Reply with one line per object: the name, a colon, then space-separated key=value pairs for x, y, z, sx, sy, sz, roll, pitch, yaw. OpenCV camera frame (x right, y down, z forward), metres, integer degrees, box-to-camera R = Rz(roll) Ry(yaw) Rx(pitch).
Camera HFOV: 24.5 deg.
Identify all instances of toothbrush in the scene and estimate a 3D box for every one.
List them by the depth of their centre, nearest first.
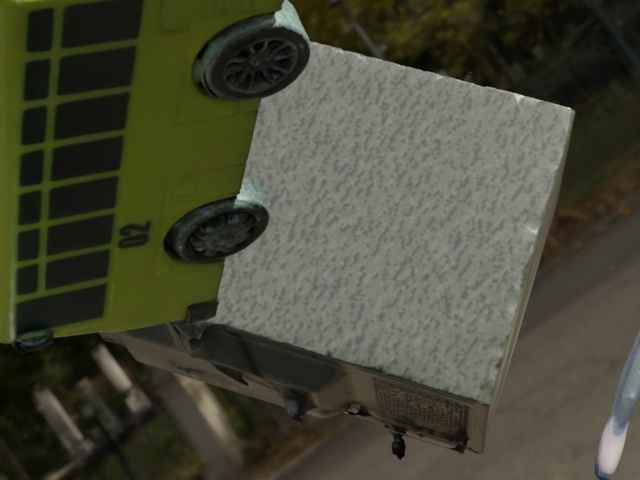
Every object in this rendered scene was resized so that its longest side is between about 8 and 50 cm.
toothbrush: x=0.248 y=0.049 z=1.064 sx=0.027 sy=0.021 sz=0.269 roll=-91 pitch=20 yaw=-83

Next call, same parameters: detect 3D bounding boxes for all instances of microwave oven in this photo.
microwave oven: x=0.000 y=0.000 z=1.494 sx=0.236 sy=0.432 sz=0.374 roll=75 pitch=-148 yaw=-71

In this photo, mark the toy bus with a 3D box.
toy bus: x=-0.104 y=-0.067 z=0.669 sx=0.150 sy=0.128 sz=0.262 roll=-11 pitch=-32 yaw=-21
